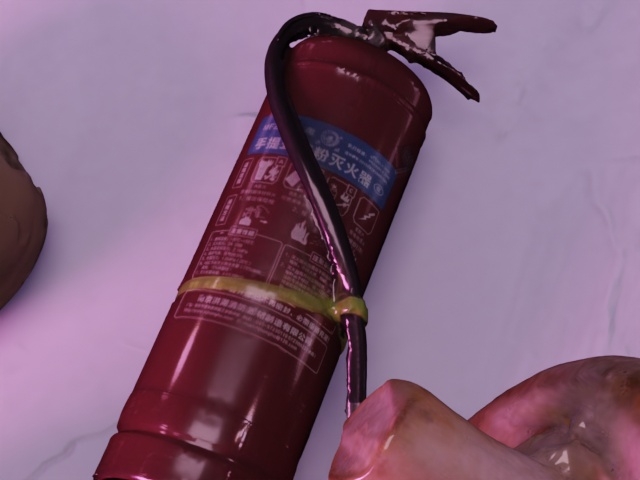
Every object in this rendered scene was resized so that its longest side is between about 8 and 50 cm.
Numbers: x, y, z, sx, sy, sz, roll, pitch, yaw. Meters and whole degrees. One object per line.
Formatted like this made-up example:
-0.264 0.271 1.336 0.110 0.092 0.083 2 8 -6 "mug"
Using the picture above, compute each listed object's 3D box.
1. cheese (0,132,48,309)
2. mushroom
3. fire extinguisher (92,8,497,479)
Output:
-0.259 -0.008 0.891 0.202 0.091 0.175 -29 66 -13 "cheese"
0.097 0.133 0.741 0.215 0.207 0.207 37 64 -27 "mushroom"
0.000 0.000 0.878 0.141 0.105 0.341 25 67 -4 "fire extinguisher"
